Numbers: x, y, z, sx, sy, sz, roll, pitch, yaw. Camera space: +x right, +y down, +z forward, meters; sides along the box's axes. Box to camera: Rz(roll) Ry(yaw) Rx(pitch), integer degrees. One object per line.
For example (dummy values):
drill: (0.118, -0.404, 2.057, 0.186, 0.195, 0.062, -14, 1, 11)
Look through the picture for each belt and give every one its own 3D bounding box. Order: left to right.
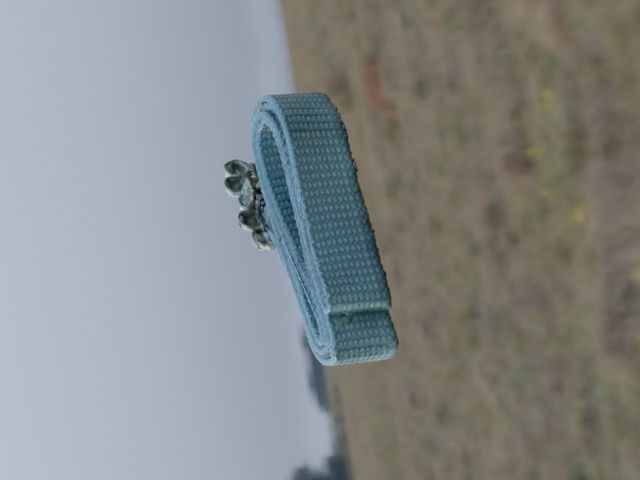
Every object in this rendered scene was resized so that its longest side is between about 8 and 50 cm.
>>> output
belt: (-0.004, 0.001, 1.188, 0.100, 0.065, 0.179, 118, 142, -54)
